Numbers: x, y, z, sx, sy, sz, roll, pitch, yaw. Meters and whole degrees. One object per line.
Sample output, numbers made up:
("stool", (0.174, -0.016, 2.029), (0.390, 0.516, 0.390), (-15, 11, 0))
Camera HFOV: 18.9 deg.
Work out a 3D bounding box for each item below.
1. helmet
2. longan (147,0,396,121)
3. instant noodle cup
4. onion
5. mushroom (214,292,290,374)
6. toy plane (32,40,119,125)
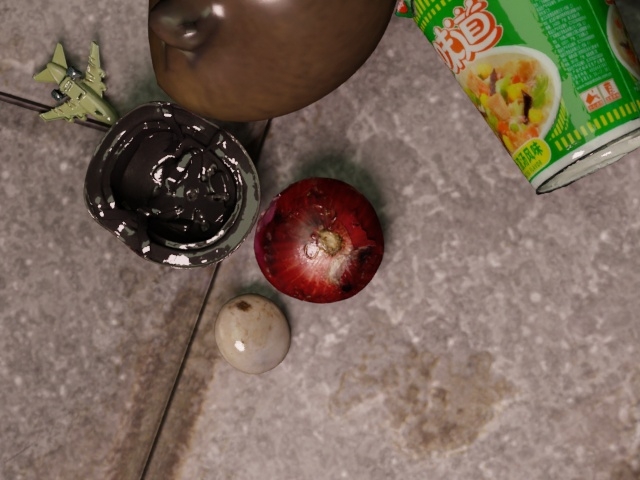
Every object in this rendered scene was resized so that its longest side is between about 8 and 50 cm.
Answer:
("helmet", (-0.147, -0.053, 1.954), (0.177, 0.107, 0.153), (35, 89, -1))
("longan", (-0.053, -0.247, 1.869), (0.243, 0.300, 0.300), (30, 87, 20))
("instant noodle cup", (0.214, -0.175, 1.858), (0.207, 0.207, 0.232), (-28, 82, 6))
("onion", (0.000, 0.000, 1.901), (0.131, 0.131, 0.131), (-3, 78, 13))
("mushroom", (-0.076, 0.097, 1.924), (0.079, 0.085, 0.085), (-19, 71, 45))
("toy plane", (-0.255, -0.157, 2.032), (0.111, 0.040, 0.102), (43, 109, 19))
